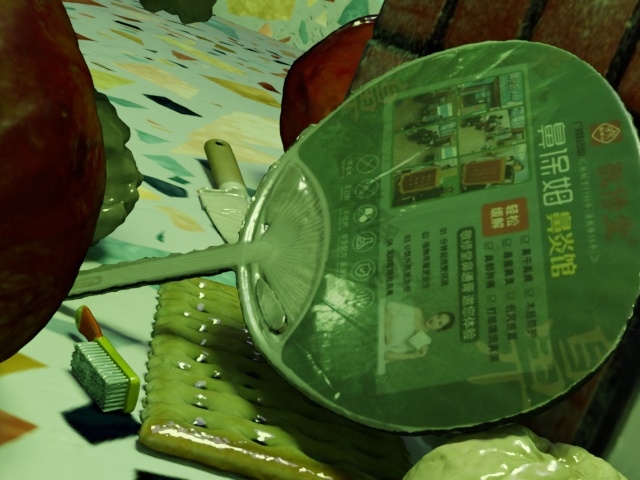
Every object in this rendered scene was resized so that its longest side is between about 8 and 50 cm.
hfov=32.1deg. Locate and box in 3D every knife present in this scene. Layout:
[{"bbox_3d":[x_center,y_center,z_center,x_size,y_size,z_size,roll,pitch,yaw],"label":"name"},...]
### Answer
[{"bbox_3d":[-0.078,-0.036,0.915,0.047,0.017,0.298,14,19,-18],"label":"knife"}]

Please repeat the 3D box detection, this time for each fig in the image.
[{"bbox_3d":[-0.221,-0.012,0.395,0.290,0.190,0.190,-21,28,-13],"label":"fig"}]

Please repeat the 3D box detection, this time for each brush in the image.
[{"bbox_3d":[-0.107,0.052,0.519,0.021,0.018,0.083,1,23,-30],"label":"brush"}]

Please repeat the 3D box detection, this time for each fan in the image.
[{"bbox_3d":[0.024,-0.023,0.544,0.294,0.223,0.012,16,-27,34],"label":"fan"}]

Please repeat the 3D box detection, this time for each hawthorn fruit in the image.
[{"bbox_3d":[0.062,-0.091,0.980,0.190,0.189,0.251,16,18,-19],"label":"hawthorn fruit"}]

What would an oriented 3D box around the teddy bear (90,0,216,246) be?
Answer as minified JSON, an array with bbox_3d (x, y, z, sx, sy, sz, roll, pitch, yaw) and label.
[{"bbox_3d":[-0.167,-0.181,0.541,0.357,0.367,0.224,14,45,-48],"label":"teddy bear"}]

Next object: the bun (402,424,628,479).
[{"bbox_3d":[0.087,0.117,0.445,0.115,0.069,0.115,18,16,-5],"label":"bun"}]

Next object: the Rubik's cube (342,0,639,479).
[{"bbox_3d":[0.234,-0.047,0.693,0.337,0.343,0.344,16,13,-32],"label":"Rubik's cube"}]

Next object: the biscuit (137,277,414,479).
[{"bbox_3d":[-0.023,0.070,0.583,0.139,0.016,0.231,18,13,-9],"label":"biscuit"}]
